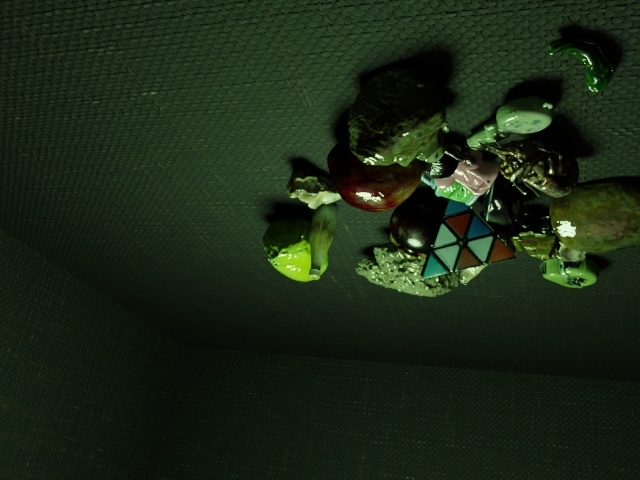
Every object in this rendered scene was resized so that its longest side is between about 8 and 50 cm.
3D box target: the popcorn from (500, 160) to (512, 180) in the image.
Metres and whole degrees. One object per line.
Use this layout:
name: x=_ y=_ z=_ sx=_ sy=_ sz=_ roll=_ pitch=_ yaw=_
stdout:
popcorn: x=0.515 y=-0.207 z=1.645 sx=0.084 sy=0.084 sz=0.084 roll=8 pitch=155 yaw=4

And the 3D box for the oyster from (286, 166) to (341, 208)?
oyster: x=-0.014 y=-0.161 z=1.909 sx=0.162 sy=0.107 sz=0.233 roll=-20 pitch=161 yaw=39

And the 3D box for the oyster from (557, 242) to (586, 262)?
oyster: x=0.799 y=-0.013 z=1.941 sx=0.163 sy=0.081 sz=0.191 roll=-14 pitch=139 yaw=-5

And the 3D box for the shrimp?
shrimp: x=0.516 y=-0.190 z=1.538 sx=0.343 sy=0.145 sz=0.116 roll=12 pitch=-168 yaw=-25

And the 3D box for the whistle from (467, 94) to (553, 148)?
whistle: x=0.457 y=-0.285 z=1.487 sx=0.126 sy=0.067 sz=0.258 roll=8 pitch=163 yaw=-27

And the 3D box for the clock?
clock: x=0.364 y=-0.187 z=1.689 sx=0.196 sy=0.100 sz=0.194 roll=22 pitch=153 yaw=-6

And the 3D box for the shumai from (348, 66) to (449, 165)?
shumai: x=0.206 y=-0.287 z=1.492 sx=0.256 sy=0.189 sz=0.218 roll=-32 pitch=152 yaw=35

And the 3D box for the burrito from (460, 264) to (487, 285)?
burrito: x=0.555 y=0.071 z=2.130 sx=0.063 sy=0.058 sz=0.229 roll=-6 pitch=143 yaw=-48

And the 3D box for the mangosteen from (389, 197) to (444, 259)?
mangosteen: x=0.303 y=-0.025 z=1.933 sx=0.194 sy=0.194 sz=0.230 roll=16 pitch=127 yaw=-12

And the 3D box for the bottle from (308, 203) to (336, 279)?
bottle: x=0.000 y=0.000 z=2.016 sx=0.083 sy=0.269 sz=0.083 roll=8 pitch=153 yaw=4

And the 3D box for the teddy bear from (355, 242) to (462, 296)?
teddy bear: x=0.297 y=0.087 z=2.231 sx=0.368 sy=0.224 sz=0.357 roll=8 pitch=161 yaw=43

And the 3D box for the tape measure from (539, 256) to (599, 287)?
tape measure: x=0.884 y=0.112 z=2.137 sx=0.178 sy=0.087 sz=0.154 roll=19 pitch=153 yaw=-23

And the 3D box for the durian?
durian: x=-0.075 y=0.030 z=2.188 sx=0.204 sy=0.255 sz=0.340 roll=-43 pitch=136 yaw=8

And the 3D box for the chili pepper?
chili pepper: x=0.555 y=-0.371 z=1.279 sx=0.182 sy=0.050 sz=0.073 roll=28 pitch=156 yaw=-30

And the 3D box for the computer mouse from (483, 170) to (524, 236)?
computer mouse: x=0.519 y=-0.104 z=1.764 sx=0.096 sy=0.137 sz=0.233 roll=-7 pitch=145 yaw=31

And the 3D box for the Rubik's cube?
Rubik's cube: x=0.444 y=-0.045 z=1.850 sx=0.284 sy=0.234 sz=0.250 roll=-16 pitch=-179 yaw=32

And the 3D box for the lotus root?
lotus root: x=0.820 y=-0.064 z=1.726 sx=0.314 sy=0.141 sz=0.210 roll=-8 pitch=148 yaw=31

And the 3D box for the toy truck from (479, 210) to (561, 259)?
toy truck: x=0.607 y=-0.010 z=1.904 sx=0.257 sy=0.127 sz=0.127 roll=12 pitch=164 yaw=36

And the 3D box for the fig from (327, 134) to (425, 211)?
fig: x=0.137 y=-0.181 z=1.648 sx=0.263 sy=0.224 sz=0.224 roll=16 pitch=158 yaw=20
